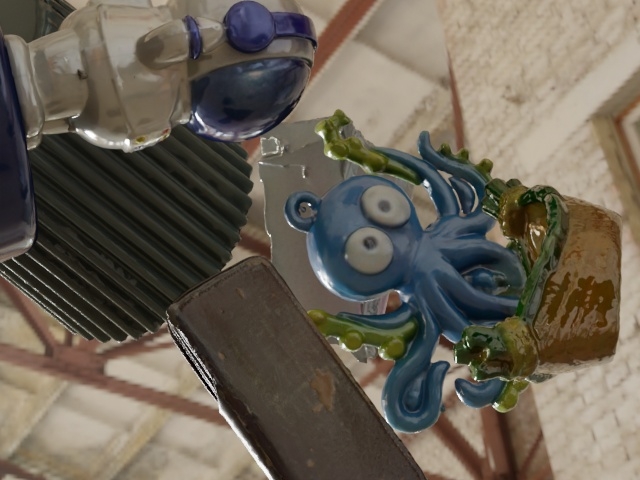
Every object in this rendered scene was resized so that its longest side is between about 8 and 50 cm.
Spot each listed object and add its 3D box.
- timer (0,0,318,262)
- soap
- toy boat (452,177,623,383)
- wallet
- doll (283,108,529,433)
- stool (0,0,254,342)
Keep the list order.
[{"bbox_3d":[-0.185,-0.121,0.920,0.383,0.270,0.270,-12,-40,-16],"label":"timer"},{"bbox_3d":[0.000,0.000,1.705,0.159,0.302,0.258,3,-20,27],"label":"soap"},{"bbox_3d":[0.128,0.019,0.694,0.088,0.229,0.089,6,-65,11],"label":"toy boat"},{"bbox_3d":[-0.019,0.124,0.898,0.122,0.232,0.031,-31,-6,-45],"label":"wallet"},{"bbox_3d":[0.109,0.037,1.330,0.341,0.346,0.099,23,-18,-1],"label":"doll"},{"bbox_3d":[-0.278,-0.092,1.261,0.297,0.297,0.330,-24,-39,19],"label":"stool"}]
